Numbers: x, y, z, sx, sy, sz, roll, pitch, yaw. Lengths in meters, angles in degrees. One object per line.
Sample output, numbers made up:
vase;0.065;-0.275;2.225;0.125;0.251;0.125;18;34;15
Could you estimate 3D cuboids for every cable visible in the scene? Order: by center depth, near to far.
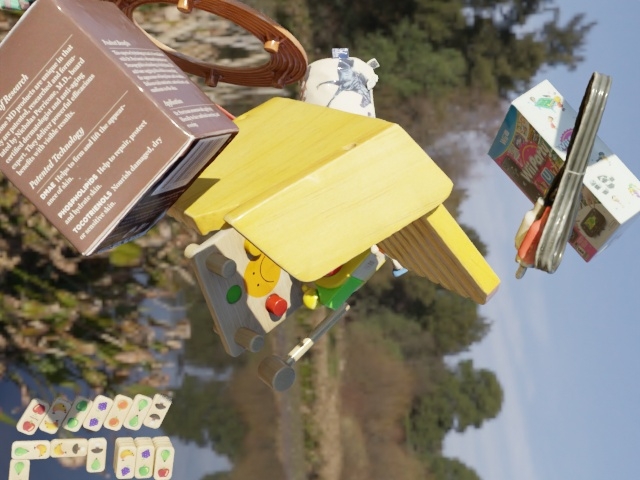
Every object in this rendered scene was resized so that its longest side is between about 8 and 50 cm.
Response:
cable;0.303;-0.074;1.315;0.139;0.072;0.287;-54;155;-55

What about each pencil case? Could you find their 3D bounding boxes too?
pencil case;0.062;-0.211;2.244;0.160;0.184;0.410;31;46;-60

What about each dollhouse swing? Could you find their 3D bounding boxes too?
dollhouse swing;0.000;0.000;1.310;0.347;0.315;0.304;26;-36;60

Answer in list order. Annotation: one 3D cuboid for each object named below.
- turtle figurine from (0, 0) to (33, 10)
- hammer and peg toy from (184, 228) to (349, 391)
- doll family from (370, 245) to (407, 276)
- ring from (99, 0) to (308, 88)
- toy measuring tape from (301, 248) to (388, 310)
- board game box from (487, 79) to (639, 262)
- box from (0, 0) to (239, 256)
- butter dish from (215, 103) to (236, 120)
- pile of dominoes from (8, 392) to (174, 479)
turtle figurine;-0.432;-0.408;1.610;0.118;0.175;0.234;51;1;38
hammer and peg toy;-0.102;0.101;2.013;0.127;0.266;0.361;21;-40;44
doll family;0.139;-0.081;1.704;0.163;0.118;0.263;49;34;-25
ring;-0.183;-0.301;1.554;0.336;0.337;0.032;78;26;-77
toy measuring tape;0.075;-0.003;1.910;0.330;0.121;0.121;-48;-173;10
board game box;0.475;-0.128;1.968;0.303;0.098;0.224;52;-15;15
box;-0.225;-0.120;1.042;0.203;0.167;0.168;45;15;2
butter dish;-0.204;-0.151;1.916;0.118;0.160;0.160;-26;147;-53
pile of dominoes;-0.359;0.339;1.609;0.040;0.251;0.195;-138;-127;-62
